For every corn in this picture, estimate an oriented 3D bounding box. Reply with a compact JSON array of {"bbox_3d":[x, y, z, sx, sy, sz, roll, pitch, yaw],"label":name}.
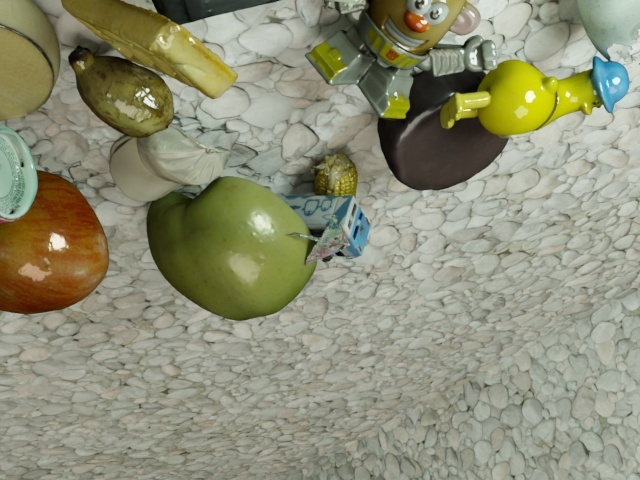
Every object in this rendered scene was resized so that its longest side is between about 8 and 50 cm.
[{"bbox_3d":[0.034,-0.087,1.788,0.106,0.106,0.293,-10,146,-7],"label":"corn"}]

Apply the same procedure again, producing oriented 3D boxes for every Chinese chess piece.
[{"bbox_3d":[-0.546,-0.297,1.228,0.250,0.103,0.249,-11,149,-6],"label":"Chinese chess piece"}]

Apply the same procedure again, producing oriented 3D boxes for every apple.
[{"bbox_3d":[-0.191,0.025,1.710,0.312,0.320,0.360,-40,122,-3],"label":"apple"},{"bbox_3d":[-0.583,0.008,1.496,0.302,0.301,0.301,-11,148,-7],"label":"apple"}]

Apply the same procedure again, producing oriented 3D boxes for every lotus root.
[{"bbox_3d":[-0.350,-0.260,1.344,0.138,0.138,0.214,-35,131,28],"label":"lotus root"}]

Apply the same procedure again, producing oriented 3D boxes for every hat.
[{"bbox_3d":[-0.307,-0.140,1.540,0.219,0.164,0.226,20,115,-43],"label":"hat"}]

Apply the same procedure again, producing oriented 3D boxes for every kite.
[{"bbox_3d":[0.000,0.000,1.609,0.157,0.011,0.139,13,120,-33],"label":"kite"}]

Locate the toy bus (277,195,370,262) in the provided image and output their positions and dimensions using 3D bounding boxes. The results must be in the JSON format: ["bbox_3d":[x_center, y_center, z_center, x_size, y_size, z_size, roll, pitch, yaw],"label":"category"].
[{"bbox_3d":[-0.047,-0.031,1.733,0.297,0.106,0.131,2,144,24],"label":"toy bus"}]

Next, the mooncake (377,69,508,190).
[{"bbox_3d":[0.253,-0.241,1.605,0.283,0.141,0.283,-14,141,-12],"label":"mooncake"}]

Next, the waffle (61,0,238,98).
[{"bbox_3d":[-0.270,-0.310,1.190,0.057,0.274,0.168,-59,146,-2],"label":"waffle"}]

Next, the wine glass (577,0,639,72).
[{"bbox_3d":[0.527,-0.455,1.349,0.190,0.190,0.357,-30,140,23],"label":"wine glass"}]

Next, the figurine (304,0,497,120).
[{"bbox_3d":[0.139,-0.373,1.329,0.343,0.167,0.285,15,132,-36],"label":"figurine"}]

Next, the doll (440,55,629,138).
[{"bbox_3d":[0.406,-0.270,1.447,0.363,0.145,0.199,-9,176,-10],"label":"doll"}]

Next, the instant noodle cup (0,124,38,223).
[{"bbox_3d":[-0.637,-0.101,1.309,0.255,0.243,0.244,-6,150,14],"label":"instant noodle cup"}]

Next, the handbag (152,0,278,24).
[{"bbox_3d":[-0.146,-0.439,1.103,0.255,0.181,0.181,-13,155,-4],"label":"handbag"}]

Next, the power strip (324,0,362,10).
[{"bbox_3d":[0.057,-0.508,1.127,0.106,0.043,0.367,2,130,-23],"label":"power strip"}]
